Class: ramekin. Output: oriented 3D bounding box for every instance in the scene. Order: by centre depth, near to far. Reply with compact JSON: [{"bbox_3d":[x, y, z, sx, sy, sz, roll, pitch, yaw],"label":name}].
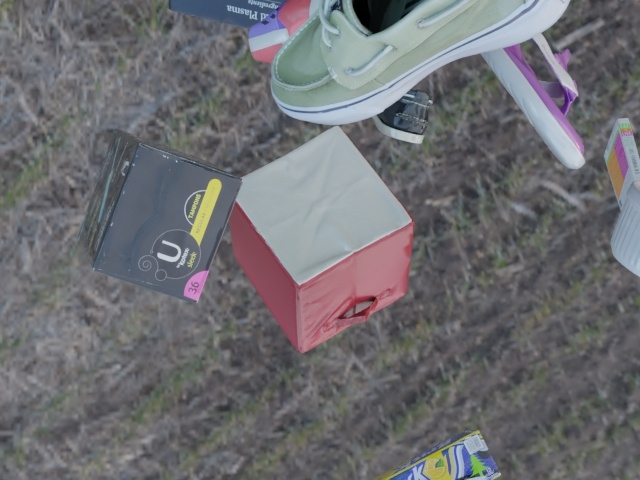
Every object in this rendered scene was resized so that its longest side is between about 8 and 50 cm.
[{"bbox_3d":[0.524,0.007,1.667,0.207,0.207,0.109,15,109,-26],"label":"ramekin"}]

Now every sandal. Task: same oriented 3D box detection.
[{"bbox_3d":[0.301,-0.258,1.641,0.102,0.416,0.169,-37,126,15],"label":"sandal"}]

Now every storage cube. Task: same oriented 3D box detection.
[{"bbox_3d":[0.000,0.000,1.536,0.184,0.215,0.193,-29,153,-15],"label":"storage cube"}]

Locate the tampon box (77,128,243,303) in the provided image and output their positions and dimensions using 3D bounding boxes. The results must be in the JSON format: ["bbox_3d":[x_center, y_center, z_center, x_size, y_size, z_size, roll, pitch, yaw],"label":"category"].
[{"bbox_3d":[-0.153,-0.026,1.064,0.101,0.161,0.120,19,94,-19],"label":"tampon box"}]

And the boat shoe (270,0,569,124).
[{"bbox_3d":[0.049,-0.172,0.870,0.094,0.109,0.302,18,156,-37],"label":"boat shoe"}]

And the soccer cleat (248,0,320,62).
[{"bbox_3d":[0.049,-0.233,1.214,0.116,0.318,0.108,-5,101,32],"label":"soccer cleat"}]

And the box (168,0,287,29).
[{"bbox_3d":[-0.034,-0.465,1.428,0.179,0.343,0.312,16,124,19],"label":"box"}]

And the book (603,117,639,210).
[{"bbox_3d":[0.491,-0.111,1.835,0.035,0.144,0.096,-4,145,2],"label":"book"}]

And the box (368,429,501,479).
[{"bbox_3d":[0.097,0.256,1.185,0.169,0.054,0.059,-25,175,-11],"label":"box"}]

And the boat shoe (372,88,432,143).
[{"bbox_3d":[0.100,-0.210,1.627,0.084,0.233,0.079,5,112,-19],"label":"boat shoe"}]
